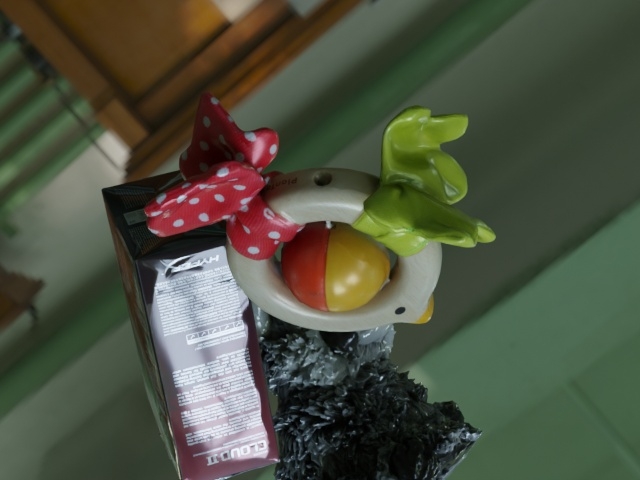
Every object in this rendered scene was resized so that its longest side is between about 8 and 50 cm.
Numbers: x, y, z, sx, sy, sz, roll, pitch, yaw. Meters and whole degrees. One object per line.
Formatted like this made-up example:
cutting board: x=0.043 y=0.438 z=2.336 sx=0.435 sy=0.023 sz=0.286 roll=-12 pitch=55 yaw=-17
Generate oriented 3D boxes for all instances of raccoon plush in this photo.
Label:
raccoon plush: x=-0.043 y=0.237 z=1.709 sx=0.446 sy=0.299 sz=0.216 roll=-49 pitch=168 yaw=6

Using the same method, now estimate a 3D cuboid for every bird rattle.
bird rattle: x=0.000 y=0.000 z=1.144 sx=0.253 sy=0.207 sz=0.143 roll=-7 pitch=-135 yaw=1

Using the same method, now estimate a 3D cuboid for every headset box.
headset box: x=-0.135 y=0.100 z=1.611 sx=0.110 sy=0.293 sz=0.218 roll=-14 pitch=-157 yaw=-12
